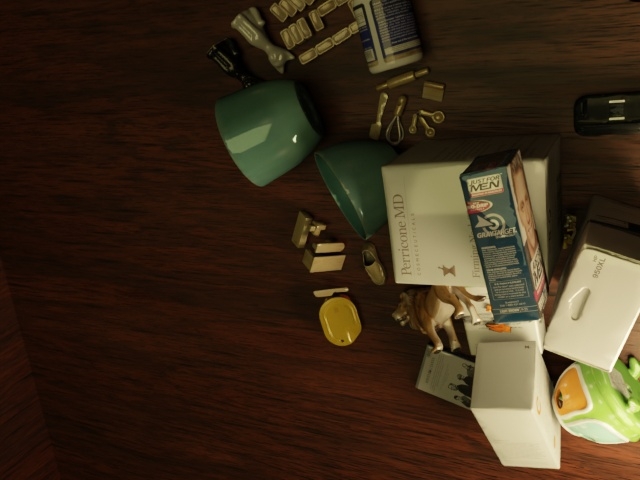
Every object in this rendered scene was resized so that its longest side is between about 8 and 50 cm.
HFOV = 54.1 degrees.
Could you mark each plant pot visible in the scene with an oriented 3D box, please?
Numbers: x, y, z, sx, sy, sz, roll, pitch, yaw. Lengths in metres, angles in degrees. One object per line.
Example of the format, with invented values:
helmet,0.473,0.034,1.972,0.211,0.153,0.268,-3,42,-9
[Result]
plant pot,-0.132,-0.340,1.855,0.235,0.293,0.293,-24,98,18
plant pot,0.139,-0.174,1.811,0.195,0.290,0.290,-30,96,-4

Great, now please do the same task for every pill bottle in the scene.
pill bottle,0.172,-0.593,1.670,0.153,0.153,0.265,-9,106,29

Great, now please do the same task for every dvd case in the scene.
dvd case,0.440,0.446,2.026,0.238,0.029,0.179,20,117,19

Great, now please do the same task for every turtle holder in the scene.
turtle holder,0.798,0.446,1.751,0.227,0.320,0.243,-39,58,32

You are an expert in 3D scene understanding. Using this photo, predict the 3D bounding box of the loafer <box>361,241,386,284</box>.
loafer,0.165,0.080,2.003,0.056,0.050,0.148,-19,100,31

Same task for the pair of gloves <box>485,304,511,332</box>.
pair of gloves,0.503,0.221,1.770,0.074,0.010,0.083,8,111,25

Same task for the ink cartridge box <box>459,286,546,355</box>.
ink cartridge box,0.524,0.181,1.823,0.211,0.121,0.289,-6,107,28

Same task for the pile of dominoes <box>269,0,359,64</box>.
pile of dominoes,-0.004,-0.649,1.818,0.251,0.040,0.196,-24,97,23

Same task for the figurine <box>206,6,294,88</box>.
figurine,-0.207,-0.563,1.919,0.209,0.092,0.215,46,122,-6

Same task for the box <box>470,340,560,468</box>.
box,0.565,0.472,1.787,0.168,0.215,0.345,-7,134,29

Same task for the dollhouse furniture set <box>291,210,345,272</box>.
dollhouse furniture set,0.000,0.000,2.067,0.151,0.123,0.144,48,131,45

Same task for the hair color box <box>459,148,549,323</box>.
hair color box,0.413,-0.011,1.385,0.105,0.174,0.347,-10,106,29

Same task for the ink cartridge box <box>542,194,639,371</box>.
ink cartridge box,0.690,0.091,1.543,0.166,0.395,0.285,20,118,19

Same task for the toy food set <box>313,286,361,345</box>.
toy food set,0.062,0.244,2.118,0.128,0.071,0.218,-14,106,5

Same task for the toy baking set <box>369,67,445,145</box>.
toy baking set,0.239,-0.377,1.795,0.256,0.030,0.197,-8,106,29

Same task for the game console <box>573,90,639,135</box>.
game console,0.810,-0.328,1.526,0.361,0.044,0.213,1,109,26

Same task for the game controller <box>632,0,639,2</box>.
game controller,0.741,-0.706,1.394,0.166,0.067,0.319,29,119,13

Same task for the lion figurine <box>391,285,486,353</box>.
lion figurine,0.347,0.175,1.815,0.392,0.142,0.240,115,144,-50

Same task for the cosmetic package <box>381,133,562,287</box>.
cosmetic package,0.413,-0.085,1.652,0.393,0.327,0.329,0,110,27

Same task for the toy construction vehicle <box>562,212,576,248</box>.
toy construction vehicle,0.673,-0.032,1.687,0.035,0.086,0.098,5,111,18
